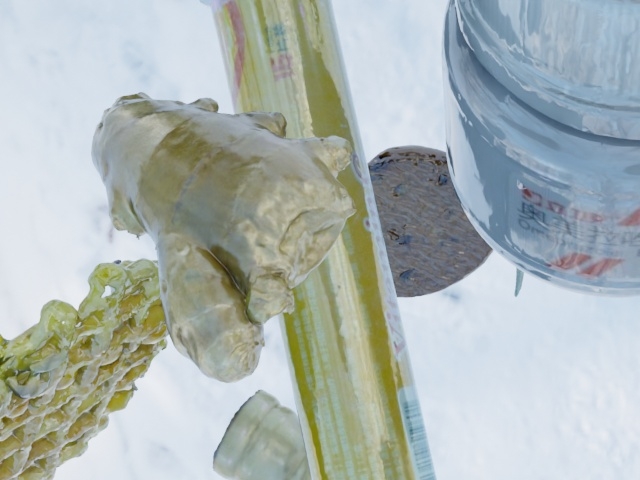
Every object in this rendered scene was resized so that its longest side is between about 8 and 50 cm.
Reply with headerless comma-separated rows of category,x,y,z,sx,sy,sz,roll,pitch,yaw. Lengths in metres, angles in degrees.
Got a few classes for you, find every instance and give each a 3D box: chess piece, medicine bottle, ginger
chess piece,0.009,0.217,1.280,0.200,0.090,0.090,28,130,14
medicine bottle,0.201,-0.130,0.943,0.245,0.245,0.306,8,150,12
medicine bottle,0.000,0.000,1.069,0.108,0.108,0.426,-15,82,26
ginger,-0.053,-0.027,0.731,0.081,0.205,0.115,13,121,-40

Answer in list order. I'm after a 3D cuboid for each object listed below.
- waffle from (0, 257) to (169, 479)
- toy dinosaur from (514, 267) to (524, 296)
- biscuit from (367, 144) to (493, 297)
waffle,-0.204,0.114,1.051,0.280,0.262,0.060,-43,77,2
toy dinosaur,0.197,-0.051,1.404,0.044,0.106,0.187,-2,112,4
biscuit,0.094,-0.018,1.535,0.212,0.036,0.212,-5,133,-5
